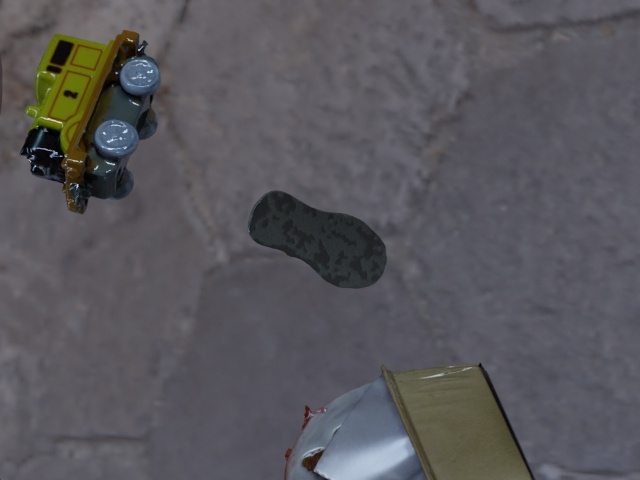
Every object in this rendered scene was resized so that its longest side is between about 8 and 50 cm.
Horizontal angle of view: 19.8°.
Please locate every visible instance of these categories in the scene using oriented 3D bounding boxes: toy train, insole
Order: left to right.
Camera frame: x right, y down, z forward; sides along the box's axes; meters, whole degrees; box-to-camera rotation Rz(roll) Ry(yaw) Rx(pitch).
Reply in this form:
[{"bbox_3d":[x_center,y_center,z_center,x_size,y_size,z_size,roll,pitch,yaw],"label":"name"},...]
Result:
[{"bbox_3d":[-0.230,-0.122,1.813,0.089,0.127,0.219,100,-174,-56],"label":"toy train"},{"bbox_3d":[0.000,0.000,1.655,0.006,0.193,0.065,30,94,42],"label":"insole"}]

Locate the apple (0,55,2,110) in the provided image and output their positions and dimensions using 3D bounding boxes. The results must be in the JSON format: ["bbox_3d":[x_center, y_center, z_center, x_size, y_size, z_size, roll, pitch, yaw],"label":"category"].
[{"bbox_3d":[-0.258,-0.074,0.920,0.162,0.201,0.201,29,102,25],"label":"apple"}]

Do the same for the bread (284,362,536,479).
[{"bbox_3d":[0.077,0.218,1.566,0.212,0.142,0.224,-22,46,0],"label":"bread"}]
